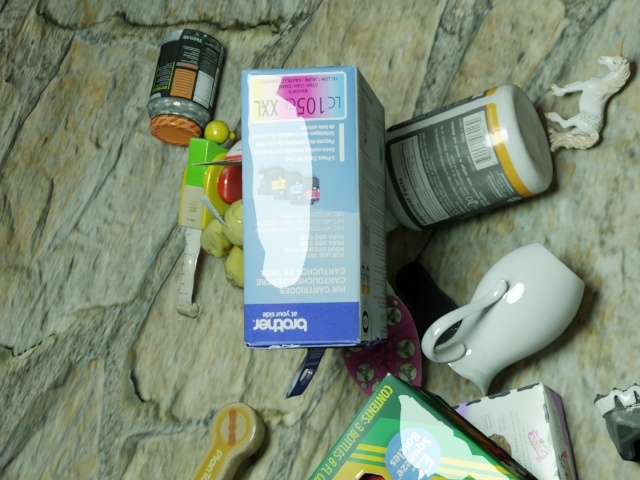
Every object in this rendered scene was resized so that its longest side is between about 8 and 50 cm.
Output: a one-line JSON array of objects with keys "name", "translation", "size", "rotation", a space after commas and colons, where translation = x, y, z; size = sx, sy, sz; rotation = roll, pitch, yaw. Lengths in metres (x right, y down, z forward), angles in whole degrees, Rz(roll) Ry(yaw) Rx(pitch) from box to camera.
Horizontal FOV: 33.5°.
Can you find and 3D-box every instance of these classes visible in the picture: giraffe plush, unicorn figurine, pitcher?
[{"name": "giraffe plush", "translation": [-0.084, -0.039, 1.685], "size": [0.181, 0.210, 0.170], "rotation": [13, 47, 41]}, {"name": "unicorn figurine", "translation": [0.379, -0.202, 1.507], "size": [0.111, 0.060, 0.162], "rotation": [3, 87, 35]}, {"name": "pitcher", "translation": [0.234, 0.096, 1.382], "size": [0.207, 0.178, 0.125], "rotation": [-48, 52, 7]}]

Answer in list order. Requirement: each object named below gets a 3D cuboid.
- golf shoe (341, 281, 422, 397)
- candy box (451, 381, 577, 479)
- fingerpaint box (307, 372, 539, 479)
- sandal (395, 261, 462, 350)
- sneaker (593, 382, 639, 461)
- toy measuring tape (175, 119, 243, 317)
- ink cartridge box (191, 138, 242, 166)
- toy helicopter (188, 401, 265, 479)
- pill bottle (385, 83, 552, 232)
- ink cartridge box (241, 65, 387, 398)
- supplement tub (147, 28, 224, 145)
[{"name": "golf shoe", "translation": [0.072, 0.100, 1.543], "size": [0.115, 0.140, 0.306], "rotation": [-24, 79, 9]}, {"name": "candy box", "translation": [0.223, 0.290, 1.369], "size": [0.196, 0.070, 0.165], "rotation": [-20, 59, 26]}, {"name": "fingerpaint box", "translation": [0.097, 0.437, 1.164], "size": [0.371, 0.163, 0.445], "rotation": [39, 93, 35]}, {"name": "sandal", "translation": [0.161, 0.097, 1.527], "size": [0.067, 0.040, 0.179], "rotation": [-36, 39, 9]}, {"name": "sneaker", "translation": [0.446, 0.205, 1.258], "size": [0.234, 0.078, 0.106], "rotation": [-23, 61, 28]}, {"name": "toy measuring tape", "translation": [-0.179, -0.037, 1.796], "size": [0.121, 0.121, 0.330], "rotation": [11, 98, 37]}, {"name": "ink cartridge box", "translation": [-0.068, -0.149, 1.674], "size": [0.181, 0.225, 0.056], "rotation": [-5, 89, 32]}, {"name": "toy helicopter", "translation": [-0.176, 0.406, 1.547], "size": [0.235, 0.140, 0.355], "rotation": [22, 80, 37]}, {"name": "pill bottle", "translation": [0.177, -0.107, 1.527], "size": [0.278, 0.162, 0.162], "rotation": [-19, 60, 27]}, {"name": "ink cartridge box", "translation": [0.000, 0.000, 1.357], "size": [0.151, 0.270, 0.395], "rotation": [-3, 85, 11]}, {"name": "supplement tub", "translation": [-0.245, -0.274, 1.917], "size": [0.117, 0.117, 0.190], "rotation": [-4, 67, 33]}]
